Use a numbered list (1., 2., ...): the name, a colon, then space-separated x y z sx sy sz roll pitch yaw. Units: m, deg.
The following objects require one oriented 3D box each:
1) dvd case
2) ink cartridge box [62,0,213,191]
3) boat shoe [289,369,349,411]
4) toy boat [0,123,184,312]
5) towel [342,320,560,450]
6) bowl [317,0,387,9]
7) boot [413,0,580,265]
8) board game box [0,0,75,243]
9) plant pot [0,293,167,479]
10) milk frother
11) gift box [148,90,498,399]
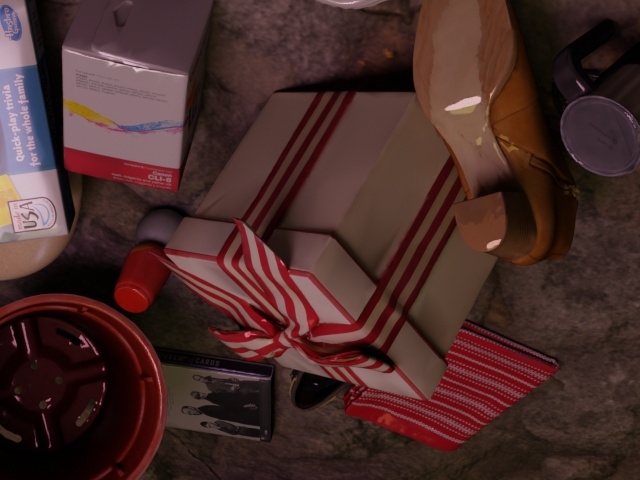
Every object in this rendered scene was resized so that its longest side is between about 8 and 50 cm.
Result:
1. dvd case: -0.187 0.226 1.784 0.238 0.030 0.179 9 141 4
2. ink cartridge box: -0.188 -0.162 1.237 0.127 0.128 0.176 12 141 -1
3. boat shoe: 0.025 0.156 1.618 0.081 0.069 0.228 23 140 -14
4. toy boat: -0.313 -0.035 1.432 0.318 0.148 0.267 28 134 -8
5. towel: 0.172 0.203 1.671 0.198 0.031 0.275 23 139 -15
6. bowl: 0.026 -0.267 1.100 0.170 0.080 0.170 6 140 5
7. boot: 0.184 -0.121 1.203 0.104 0.295 0.211 -7 177 28
8. board game box: -0.442 -0.112 1.240 0.336 0.079 0.254 -8 109 -3
9. plant pot: -0.356 0.202 1.575 0.272 0.272 0.265 24 172 -16
10. milk frother: 0.271 -0.122 1.171 0.129 0.134 0.143 39 140 15
11. gift box: 0.000 0.000 1.245 0.255 0.258 0.276 3 146 50
